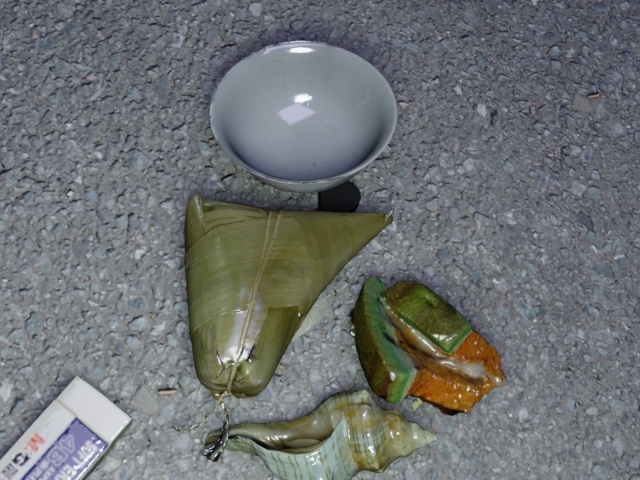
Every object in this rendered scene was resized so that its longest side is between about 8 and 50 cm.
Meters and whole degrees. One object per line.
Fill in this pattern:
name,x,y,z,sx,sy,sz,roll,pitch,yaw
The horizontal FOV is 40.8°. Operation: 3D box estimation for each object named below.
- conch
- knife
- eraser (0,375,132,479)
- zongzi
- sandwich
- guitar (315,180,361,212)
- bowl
conch,0.002,0.357,1.442,0.386,0.203,0.169,-19,94,6
knife,-0.084,0.184,1.567,0.298,0.017,0.047,-36,73,-20
eraser,-0.443,0.366,1.396,0.124,0.081,0.279,37,67,5
zongzi,-0.049,0.133,1.474,0.418,0.181,0.446,-2,63,-9
sandwich,0.210,0.189,1.522,0.301,0.162,0.250,26,33,-20
guitar,0.000,0.000,1.642,0.084,0.038,0.271,22,67,2
bowl,-0.031,-0.202,1.635,0.346,0.157,0.345,0,58,0
